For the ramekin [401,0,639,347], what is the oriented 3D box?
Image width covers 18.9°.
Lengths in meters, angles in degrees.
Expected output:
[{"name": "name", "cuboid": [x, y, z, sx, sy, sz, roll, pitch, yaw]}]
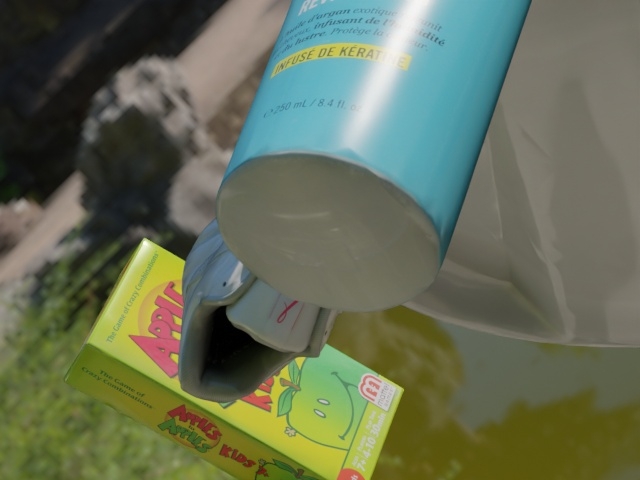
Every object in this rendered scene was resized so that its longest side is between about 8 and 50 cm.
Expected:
[{"name": "ramekin", "cuboid": [0.120, -0.075, 0.687, 0.273, 0.273, 0.127, -30, 49, 42]}]

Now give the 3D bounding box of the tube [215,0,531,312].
[{"name": "tube", "cuboid": [0.028, -0.075, 0.491, 0.080, 0.052, 0.207, 3, 47, 19]}]

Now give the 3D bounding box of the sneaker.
[{"name": "sneaker", "cuboid": [0.000, 0.000, 0.931, 0.232, 0.090, 0.115, -57, 12, 37]}]

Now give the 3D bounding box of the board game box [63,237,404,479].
[{"name": "board game box", "cuboid": [-0.048, 0.085, 1.125, 0.043, 0.181, 0.092, -52, 10, 46]}]
